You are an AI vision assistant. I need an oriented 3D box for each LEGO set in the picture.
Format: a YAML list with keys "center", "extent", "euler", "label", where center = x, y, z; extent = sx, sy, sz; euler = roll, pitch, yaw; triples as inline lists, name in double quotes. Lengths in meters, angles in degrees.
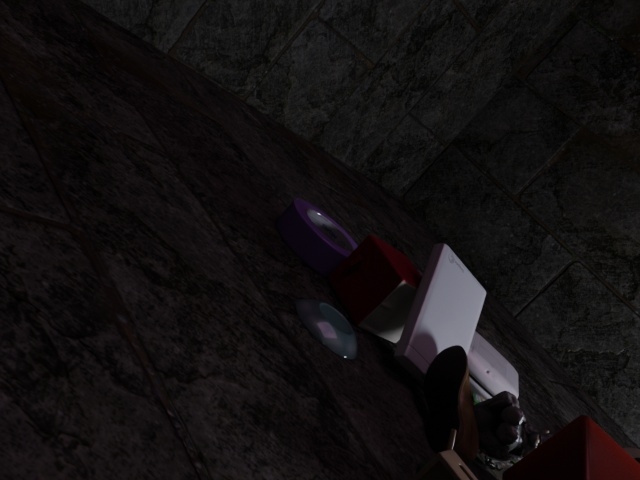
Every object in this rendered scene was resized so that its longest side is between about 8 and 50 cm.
- center: [0.399, 0.532, 1.678]
  extent: [0.083, 0.023, 0.054]
  euler: [33, -7, 36]
  label: "LEGO set"

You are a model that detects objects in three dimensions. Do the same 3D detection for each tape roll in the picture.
- center: [0.000, 0.000, 2.048]
  extent: [0.275, 0.090, 0.275]
  euler: [38, 15, -12]
  label: "tape roll"

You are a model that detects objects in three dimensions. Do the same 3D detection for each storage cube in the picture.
- center: [0.169, 0.135, 1.907]
  extent: [0.215, 0.183, 0.193]
  euler: [29, 21, -44]
  label: "storage cube"

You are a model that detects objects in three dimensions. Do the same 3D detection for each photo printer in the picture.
- center: [0.494, 0.398, 2.144]
  extent: [0.256, 0.107, 0.307]
  euler: [43, 15, 7]
  label: "photo printer"

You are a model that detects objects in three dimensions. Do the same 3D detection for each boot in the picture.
- center: [0.318, 0.385, 1.649]
  extent: [0.115, 0.112, 0.305]
  euler: [48, 33, -26]
  label: "boot"

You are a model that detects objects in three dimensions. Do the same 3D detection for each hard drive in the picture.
- center: [0.323, 0.215, 1.828]
  extent: [0.233, 0.047, 0.353]
  euler: [46, 53, -30]
  label: "hard drive"

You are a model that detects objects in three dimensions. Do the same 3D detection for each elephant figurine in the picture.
- center: [0.475, 0.484, 1.712]
  extent: [0.239, 0.169, 0.186]
  euler: [35, 13, -38]
  label: "elephant figurine"

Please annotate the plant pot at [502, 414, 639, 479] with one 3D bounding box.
- center: [0.564, 0.596, 1.495]
  extent: [0.267, 0.267, 0.236]
  euler: [43, 27, 3]
  label: "plant pot"

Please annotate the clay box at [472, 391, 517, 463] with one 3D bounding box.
- center: [0.484, 0.515, 1.882]
  extent: [0.222, 0.053, 0.127]
  euler: [40, 14, -3]
  label: "clay box"

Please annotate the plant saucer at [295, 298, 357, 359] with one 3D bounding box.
- center: [0.026, 0.196, 1.640]
  extent: [0.195, 0.037, 0.195]
  euler: [38, 15, -12]
  label: "plant saucer"

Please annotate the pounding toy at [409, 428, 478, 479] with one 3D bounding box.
- center: [0.227, 0.439, 1.259]
  extent: [0.141, 0.130, 0.100]
  euler: [50, 16, 28]
  label: "pounding toy"

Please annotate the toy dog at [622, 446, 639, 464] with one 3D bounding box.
- center: [1.000, 0.754, 2.114]
  extent: [0.395, 0.284, 0.408]
  euler: [34, 9, 27]
  label: "toy dog"
